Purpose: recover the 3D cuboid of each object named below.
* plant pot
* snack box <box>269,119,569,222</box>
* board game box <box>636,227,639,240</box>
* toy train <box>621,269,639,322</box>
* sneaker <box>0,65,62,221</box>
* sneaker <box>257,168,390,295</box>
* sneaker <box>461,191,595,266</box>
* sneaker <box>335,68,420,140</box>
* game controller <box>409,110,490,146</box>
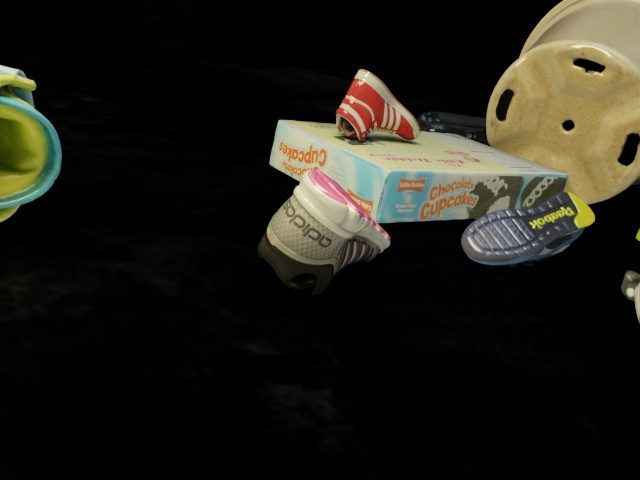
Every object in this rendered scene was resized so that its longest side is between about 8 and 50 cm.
[{"bbox_3d":[0.403,-0.200,0.981,0.334,0.333,0.305,23,32,25],"label":"plant pot"},{"bbox_3d":[0.124,-0.083,0.790,0.322,0.060,0.187,-3,24,-39],"label":"snack box"},{"bbox_3d":[0.490,0.013,0.798,0.181,0.043,0.092,13,19,-3],"label":"board game box"},{"bbox_3d":[0.382,0.039,0.537,0.190,0.142,0.334,13,17,43],"label":"toy train"},{"bbox_3d":[-0.279,-0.094,0.457,0.208,0.127,0.319,6,30,-15],"label":"sneaker"},{"bbox_3d":[0.000,0.000,0.474,0.063,0.075,0.170,46,6,12],"label":"sneaker"},{"bbox_3d":[0.193,0.000,0.631,0.144,0.059,0.053,-13,61,-23],"label":"sneaker"},{"bbox_3d":[0.061,-0.128,0.734,0.118,0.067,0.042,35,-3,-43],"label":"sneaker"},{"bbox_3d":[0.258,-0.195,1.219,0.319,0.067,0.166,-1,10,-38],"label":"game controller"}]
